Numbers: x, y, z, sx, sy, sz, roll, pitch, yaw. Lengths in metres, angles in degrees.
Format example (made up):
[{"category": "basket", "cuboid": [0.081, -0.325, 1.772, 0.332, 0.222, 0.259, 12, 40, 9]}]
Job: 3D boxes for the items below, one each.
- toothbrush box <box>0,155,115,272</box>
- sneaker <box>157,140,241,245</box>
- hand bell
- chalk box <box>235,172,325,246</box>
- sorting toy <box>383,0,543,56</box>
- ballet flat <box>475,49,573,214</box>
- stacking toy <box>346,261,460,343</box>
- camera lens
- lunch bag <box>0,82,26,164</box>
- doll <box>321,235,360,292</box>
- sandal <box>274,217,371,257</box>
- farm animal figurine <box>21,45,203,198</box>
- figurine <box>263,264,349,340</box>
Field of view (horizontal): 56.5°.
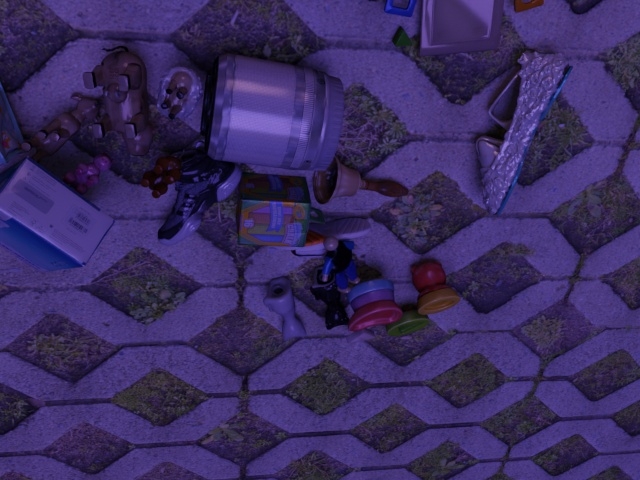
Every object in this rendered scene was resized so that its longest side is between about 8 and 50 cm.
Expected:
[{"category": "toothbrush box", "cuboid": [-0.617, -0.043, 1.286, 0.296, 0.126, 0.216, -9, 138, 48]}, {"category": "sneaker", "cuboid": [-0.324, -0.116, 1.401, 0.268, 0.101, 0.153, -42, 120, 12]}, {"category": "hand bell", "cuboid": [0.116, -0.135, 1.472, 0.242, 0.126, 0.126, 7, 123, -27]}, {"category": "chalk box", "cuboid": [-0.093, -0.073, 1.446, 0.213, 0.132, 0.132, 2, 124, -12]}, {"category": "sorting toy", "cuboid": [0.303, -0.499, 1.278, 0.348, 0.047, 0.195, -6, 129, -5]}, {"category": "ballet flat", "cuboid": [0.455, -0.263, 1.433, 0.147, 0.147, 0.408, 10, 119, -16]}, {"category": "stacking toy", "cuboid": [0.202, 0.172, 1.687, 0.309, 0.130, 0.279, -7, 153, -18]}, {"category": "camera lens", "cuboid": [-0.108, -0.266, 1.258, 0.275, 0.219, 0.219, 6, 123, -14]}, {"category": "lunch bag", "cuboid": [-0.758, -0.260, 1.193, 0.224, 0.160, 0.262, -13, 114, 3]}, {"category": "doll", "cuboid": [0.047, 0.058, 1.504, 0.129, 0.046, 0.189, -43, 139, -19]}, {"category": "sandal", "cuboid": [0.003, 0.006, 1.535, 0.266, 0.102, 0.076, -8, 124, -7]}, {"category": "farm animal figurine", "cuboid": [-0.428, -0.250, 1.248, 0.331, 0.172, 0.326, 18, 118, -5]}, {"category": "figurine", "cuboid": [-0.034, 0.191, 1.668, 0.215, 0.092, 0.209, -15, 129, 2]}]
